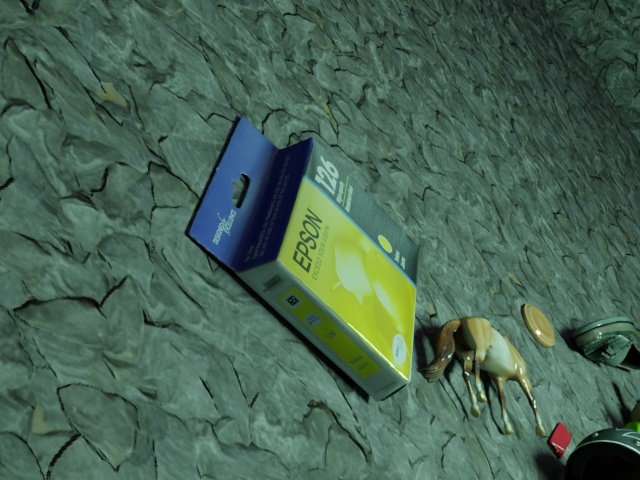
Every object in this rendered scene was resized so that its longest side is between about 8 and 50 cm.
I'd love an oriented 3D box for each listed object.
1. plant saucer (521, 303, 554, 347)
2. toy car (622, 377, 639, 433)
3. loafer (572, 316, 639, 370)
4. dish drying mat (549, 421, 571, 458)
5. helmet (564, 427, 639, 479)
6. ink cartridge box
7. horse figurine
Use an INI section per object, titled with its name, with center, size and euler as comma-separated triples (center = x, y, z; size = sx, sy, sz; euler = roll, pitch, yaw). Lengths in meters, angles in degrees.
[plant saucer]
center = 0.372, 0.143, 1.794
size = 0.083, 0.013, 0.083
euler = 39, 30, -28
[toy car]
center = 0.601, 0.309, 1.844
size = 0.155, 0.149, 0.188
euler = 34, 20, -15
[loafer]
center = 0.544, 0.193, 1.929
size = 0.267, 0.096, 0.084
euler = 11, 55, -56
[dish drying mat]
center = 0.364, 0.302, 1.599
size = 0.032, 0.008, 0.083
euler = 55, 27, 5
[helmet]
center = 0.423, 0.348, 1.474
size = 0.169, 0.169, 0.162
euler = 35, 48, -32
[ink cartridge box]
center = 0.000, 0.000, 1.308
size = 0.307, 0.072, 0.304
euler = 46, 28, -20
[horse figurine]
center = 0.232, 0.174, 1.478
size = 0.263, 0.066, 0.175
euler = 30, 40, -42
